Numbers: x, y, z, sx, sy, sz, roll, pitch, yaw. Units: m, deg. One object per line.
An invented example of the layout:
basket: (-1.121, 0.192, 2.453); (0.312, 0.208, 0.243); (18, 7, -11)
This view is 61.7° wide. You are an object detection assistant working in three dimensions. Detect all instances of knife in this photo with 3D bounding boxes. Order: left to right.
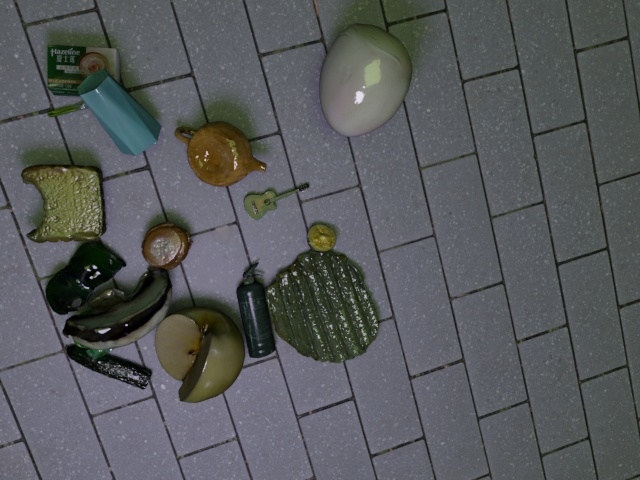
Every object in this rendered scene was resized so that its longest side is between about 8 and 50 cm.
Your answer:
knife: (-0.756, -0.412, 1.666); (0.184, 0.026, 0.022); (-15, 61, -5)

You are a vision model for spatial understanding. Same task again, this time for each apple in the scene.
apple: (-0.374, 0.363, 1.731); (0.233, 0.295, 0.258); (-8, 124, -46)

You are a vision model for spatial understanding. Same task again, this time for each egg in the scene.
egg: (0.135, -0.494, 1.683); (0.283, 0.283, 0.345); (19, 107, -12)

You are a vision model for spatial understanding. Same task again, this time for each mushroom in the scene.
mushroom: (-0.607, 0.223, 1.665); (0.247, 0.344, 0.130); (10, 124, 30)

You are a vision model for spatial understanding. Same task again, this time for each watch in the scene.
watch: (-0.708, 0.287, 1.740); (0.165, 0.131, 0.152); (-35, 84, 1)

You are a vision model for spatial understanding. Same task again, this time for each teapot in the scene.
teapot: (-0.315, -0.286, 1.703); (0.311, 0.167, 0.203); (26, 118, 7)

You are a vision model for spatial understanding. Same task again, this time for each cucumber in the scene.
cucumber: (-0.707, 0.414, 1.775); (0.293, 0.067, 0.067); (25, 93, -12)

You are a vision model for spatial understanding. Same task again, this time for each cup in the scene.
cup: (-0.602, -0.376, 1.585); (0.134, 0.148, 0.236); (-17, 141, 16)

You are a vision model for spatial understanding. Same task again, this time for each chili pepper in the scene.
chili pepper: (-0.768, 0.124, 1.693); (0.264, 0.116, 0.148); (-44, 97, -2)

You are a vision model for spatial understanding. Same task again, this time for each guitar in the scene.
guitar: (-0.146, -0.145, 1.812); (0.233, 0.025, 0.088); (-22, 101, -7)

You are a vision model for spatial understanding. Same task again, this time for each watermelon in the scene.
watermelon: (0.000, 0.000, 1.834); (0.105, 0.062, 0.105); (6, 60, -11)

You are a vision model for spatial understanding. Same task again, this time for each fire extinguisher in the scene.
fire extinguisher: (-0.220, 0.237, 1.822); (0.114, 0.095, 0.311); (-18, 103, -30)

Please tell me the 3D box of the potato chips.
potato chips: (0.008, 0.246, 1.875); (0.358, 0.070, 0.429); (-23, 102, -8)

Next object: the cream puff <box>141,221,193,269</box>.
cream puff: (-0.493, 0.018, 1.728); (0.165, 0.115, 0.150); (-14, 94, 2)

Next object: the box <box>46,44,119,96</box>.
box: (-0.714, -0.509, 1.622); (0.199, 0.081, 0.135); (-1, 89, -13)

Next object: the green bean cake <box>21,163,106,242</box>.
green bean cake: (-0.785, -0.116, 1.651); (0.233, 0.124, 0.236); (-2, 99, -11)
